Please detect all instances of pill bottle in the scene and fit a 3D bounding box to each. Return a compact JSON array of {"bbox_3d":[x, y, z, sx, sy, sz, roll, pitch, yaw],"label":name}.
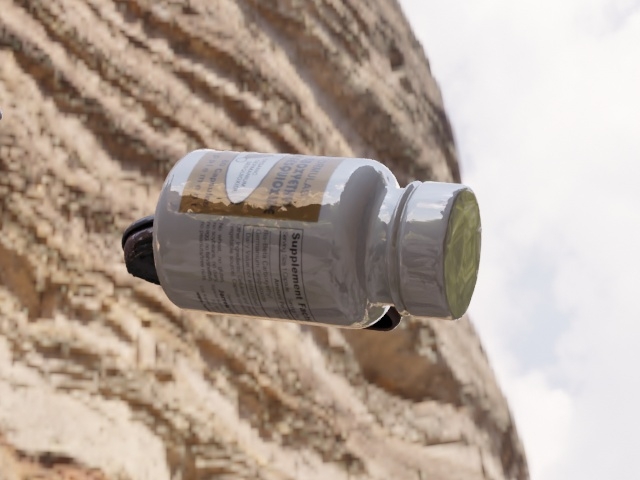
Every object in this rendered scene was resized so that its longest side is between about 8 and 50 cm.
[{"bbox_3d":[0.000,0.000,1.211,0.229,0.131,0.131,5,-41,22],"label":"pill bottle"}]

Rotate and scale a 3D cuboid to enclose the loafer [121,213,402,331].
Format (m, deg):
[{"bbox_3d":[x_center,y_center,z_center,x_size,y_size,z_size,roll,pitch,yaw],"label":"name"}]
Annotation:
[{"bbox_3d":[-0.055,0.035,1.633,0.303,0.095,0.109,5,-38,-10],"label":"loafer"}]

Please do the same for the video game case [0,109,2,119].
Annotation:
[{"bbox_3d":[-0.354,-0.178,1.185,0.026,0.206,0.227,-25,-8,31],"label":"video game case"}]
